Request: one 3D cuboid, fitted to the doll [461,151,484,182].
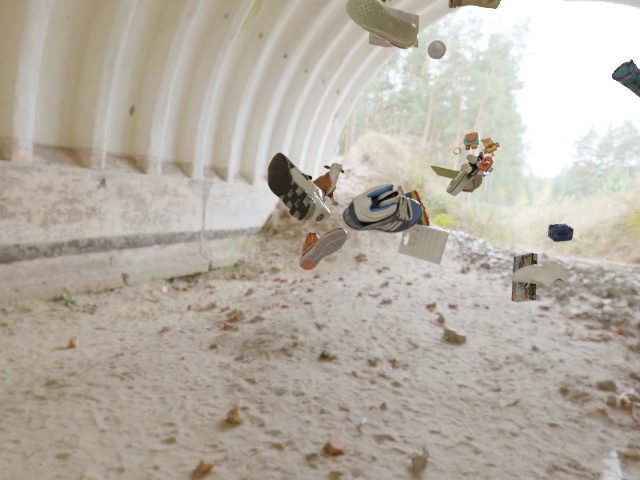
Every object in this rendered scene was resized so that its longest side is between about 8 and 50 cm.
[{"bbox_3d":[0.565,-0.270,1.771,0.046,0.129,0.189,35,18,24],"label":"doll"}]

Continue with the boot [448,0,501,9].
[{"bbox_3d":[0.590,-0.997,1.780,0.204,0.261,0.095,-1,47,-1],"label":"boot"}]

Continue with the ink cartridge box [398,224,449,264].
[{"bbox_3d":[0.429,0.007,1.994,0.179,0.145,0.045,17,16,15],"label":"ink cartridge box"}]

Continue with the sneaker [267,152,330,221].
[{"bbox_3d":[-0.077,-0.177,1.686,0.146,0.122,0.330,12,38,-46],"label":"sneaker"}]

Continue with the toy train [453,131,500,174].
[{"bbox_3d":[0.532,-0.305,1.627,0.166,0.125,0.046,43,6,35],"label":"toy train"}]

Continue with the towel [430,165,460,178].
[{"bbox_3d":[0.661,-0.327,2.350,0.237,0.021,0.102,21,-9,41],"label":"towel"}]

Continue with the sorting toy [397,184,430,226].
[{"bbox_3d":[0.465,-0.113,2.297,0.090,0.255,0.257,-20,33,10],"label":"sorting toy"}]

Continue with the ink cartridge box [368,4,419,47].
[{"bbox_3d":[0.334,-0.962,2.179,0.225,0.180,0.056,8,-14,-15],"label":"ink cartridge box"}]

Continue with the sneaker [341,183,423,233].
[{"bbox_3d":[0.247,-0.108,1.596,0.323,0.130,0.236,-5,-12,-20],"label":"sneaker"}]

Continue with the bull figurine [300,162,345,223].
[{"bbox_3d":[-0.008,-0.214,2.111,0.310,0.188,0.101,-31,-48,29],"label":"bull figurine"}]

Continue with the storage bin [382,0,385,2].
[{"bbox_3d":[0.235,-0.874,1.614,0.098,0.091,0.135,50,9,-8],"label":"storage bin"}]

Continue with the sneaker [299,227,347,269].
[{"bbox_3d":[0.000,0.000,2.483,0.125,0.321,0.180,37,29,-30],"label":"sneaker"}]

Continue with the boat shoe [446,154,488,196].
[{"bbox_3d":[0.634,-0.260,2.029,0.302,0.103,0.113,-43,-1,-40],"label":"boat shoe"}]

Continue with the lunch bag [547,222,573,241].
[{"bbox_3d":[1.025,-0.033,2.050,0.099,0.067,0.065,-7,22,1],"label":"lunch bag"}]

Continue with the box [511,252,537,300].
[{"bbox_3d":[0.895,0.164,2.103,0.036,0.206,0.114,14,-16,-16],"label":"box"}]

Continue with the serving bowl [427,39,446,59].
[{"bbox_3d":[0.506,-0.831,2.098,0.083,0.083,0.027,10,37,28],"label":"serving bowl"}]

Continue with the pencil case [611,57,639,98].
[{"bbox_3d":[0.886,-0.445,1.339,0.152,0.064,0.070,19,41,-26],"label":"pencil case"}]

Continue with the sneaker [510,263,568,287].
[{"bbox_3d":[0.863,0.149,1.879,0.212,0.094,0.080,-8,-33,3],"label":"sneaker"}]

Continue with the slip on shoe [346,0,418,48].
[{"bbox_3d":[0.245,-0.874,1.939,0.331,0.123,0.101,34,3,8],"label":"slip on shoe"}]
